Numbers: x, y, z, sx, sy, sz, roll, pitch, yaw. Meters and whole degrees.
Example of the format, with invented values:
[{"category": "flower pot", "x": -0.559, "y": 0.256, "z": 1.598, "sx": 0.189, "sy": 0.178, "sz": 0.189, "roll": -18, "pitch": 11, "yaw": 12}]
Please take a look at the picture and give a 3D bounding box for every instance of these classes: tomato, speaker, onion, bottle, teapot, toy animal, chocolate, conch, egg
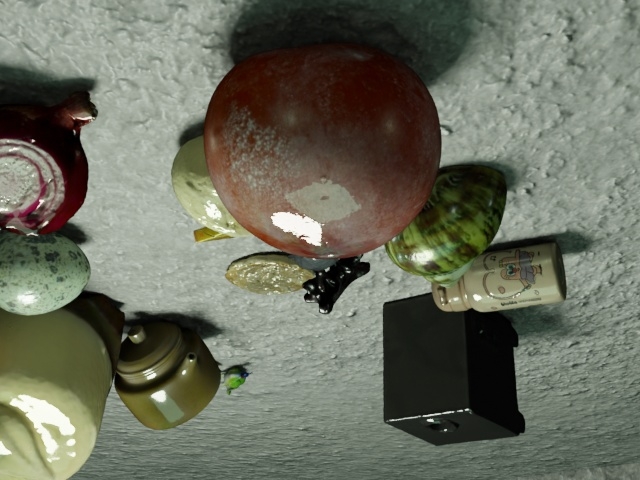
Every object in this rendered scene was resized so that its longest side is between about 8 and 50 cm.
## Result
[{"category": "tomato", "x": 0.005, "y": -0.094, "z": 1.242, "sx": 0.270, "sy": 0.227, "sz": 0.270, "roll": -1, "pitch": 159, "yaw": 0}, {"category": "speaker", "x": 0.245, "y": 0.241, "z": 2.012, "sx": 0.184, "sy": 0.232, "sz": 0.254, "roll": -13, "pitch": 153, "yaw": 28}, {"category": "onion", "x": -0.347, "y": -0.111, "z": 1.342, "sx": 0.198, "sy": 0.135, "sz": 0.173, "roll": -45, "pitch": 126, "yaw": 3}, {"category": "bottle", "x": 0.284, "y": 0.062, "z": 1.783, "sx": 0.209, "sy": 0.097, "sz": 0.110, "roll": -9, "pitch": -166, "yaw": 21}, {"category": "teapot", "x": -0.310, "y": 0.228, "z": 2.059, "sx": 0.267, "sy": 0.185, "sz": 0.175, "roll": 0, "pitch": 129, "yaw": 40}, {"category": "toy animal", "x": -0.002, "y": -0.004, "z": 1.665, "sx": 0.117, "sy": 0.121, "sz": 0.210, "roll": 36, "pitch": 155, "yaw": 33}, {"category": "toy animal", "x": -0.206, "y": 0.304, "z": 2.387, "sx": 0.075, "sy": 0.041, "sz": 0.217, "roll": 5, "pitch": 160, "yaw": -16}, {"category": "chocolate", "x": -0.499, "y": 0.281, "z": 1.882, "sx": 0.326, "sy": 0.297, "sz": 0.314, "roll": 8, "pitch": 125, "yaw": -24}, {"category": "conch", "x": 0.182, "y": -0.010, "z": 1.571, "sx": 0.187, "sy": 0.124, "sz": 0.181, "roll": -13, "pitch": 158, "yaw": 8}, {"category": "egg", "x": -0.427, "y": 0.046, "z": 1.667, "sx": 0.172, "sy": 0.132, "sz": 0.132, "roll": 3, "pitch": 160, "yaw": -42}]

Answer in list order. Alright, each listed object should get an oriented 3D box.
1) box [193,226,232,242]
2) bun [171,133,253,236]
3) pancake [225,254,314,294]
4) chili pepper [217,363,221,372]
[{"category": "box", "x": -0.101, "y": -0.028, "z": 1.605, "sx": 0.156, "sy": 0.022, "sz": 0.089, "roll": -19, "pitch": 173, "yaw": 34}, {"category": "bun", "x": -0.101, "y": -0.066, "z": 1.444, "sx": 0.188, "sy": 0.111, "sz": 0.164, "roll": 22, "pitch": 146, "yaw": -38}, {"category": "pancake", "x": -0.084, "y": 0.058, "z": 1.838, "sx": 0.151, "sy": 0.025, "sz": 0.151, "roll": -1, "pitch": 158, "yaw": 0}, {"category": "chili pepper", "x": -0.293, "y": 0.266, "z": 2.281, "sx": 0.182, "sy": 0.050, "sz": 0.073, "roll": 1, "pitch": 149, "yaw": -11}]
